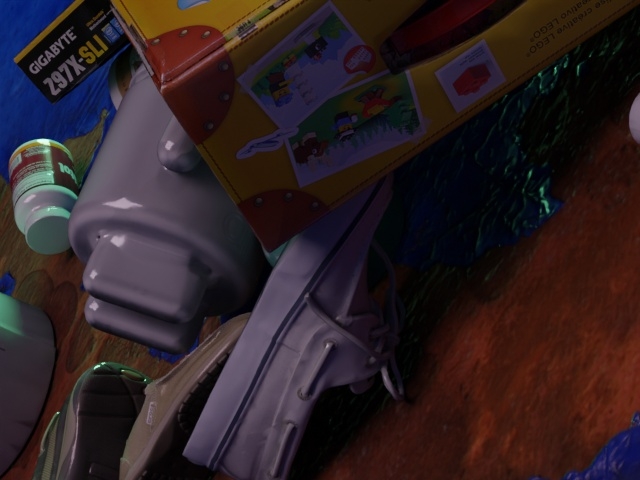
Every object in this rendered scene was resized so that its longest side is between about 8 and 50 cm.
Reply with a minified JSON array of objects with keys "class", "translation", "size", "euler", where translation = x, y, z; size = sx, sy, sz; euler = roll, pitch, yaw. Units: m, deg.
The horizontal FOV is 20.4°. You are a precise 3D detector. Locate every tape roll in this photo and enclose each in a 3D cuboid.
[{"class":"tape roll","translation":[-0.463,0.168,2.195],"size":[0.246,0.169,0.246],"euler":[-34,43,38]}]

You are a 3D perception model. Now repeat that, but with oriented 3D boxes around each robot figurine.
[{"class":"robot figurine","translation":[-0.129,-0.063,1.813],"size":[0.300,0.199,0.353],"euler":[108,-179,-62]}]

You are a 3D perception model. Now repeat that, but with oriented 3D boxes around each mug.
[{"class":"mug","translation":[0.005,-0.008,1.700],"size":[0.129,0.097,0.158],"euler":[-45,36,28]}]

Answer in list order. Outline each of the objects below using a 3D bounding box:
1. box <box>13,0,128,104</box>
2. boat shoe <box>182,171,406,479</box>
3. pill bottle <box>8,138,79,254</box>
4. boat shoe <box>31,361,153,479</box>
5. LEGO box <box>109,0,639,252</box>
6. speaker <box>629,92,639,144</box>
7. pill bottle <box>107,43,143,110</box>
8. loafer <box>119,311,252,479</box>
[{"class":"box","translation":[-0.183,-0.314,2.064],"size":[0.257,0.079,0.322],"euler":[-33,11,39]},{"class":"boat shoe","translation":[0.013,0.088,1.587],"size":[0.367,0.156,0.136],"euler":[-63,2,25]},{"class":"pill bottle","translation":[-0.349,-0.054,2.261],"size":[0.086,0.086,0.152],"euler":[-48,36,25]},{"class":"boat shoe","translation":[-0.252,0.303,1.856],"size":[0.130,0.132,0.355],"euler":[-38,31,51]},{"class":"LEGO box","translation":[0.064,-0.276,1.528],"size":[0.500,0.193,0.372],"euler":[-34,36,0]},{"class":"speaker","translation":[0.299,-0.085,1.365],"size":[0.136,0.055,0.055],"euler":[25,90,58]},{"class":"pill bottle","translation":[-0.125,-0.213,2.000],"size":[0.229,0.131,0.131],"euler":[-35,42,38]},{"class":"loafer","translation":[-0.127,0.163,1.772],"size":[0.268,0.102,0.092],"euler":[-51,40,22]}]
